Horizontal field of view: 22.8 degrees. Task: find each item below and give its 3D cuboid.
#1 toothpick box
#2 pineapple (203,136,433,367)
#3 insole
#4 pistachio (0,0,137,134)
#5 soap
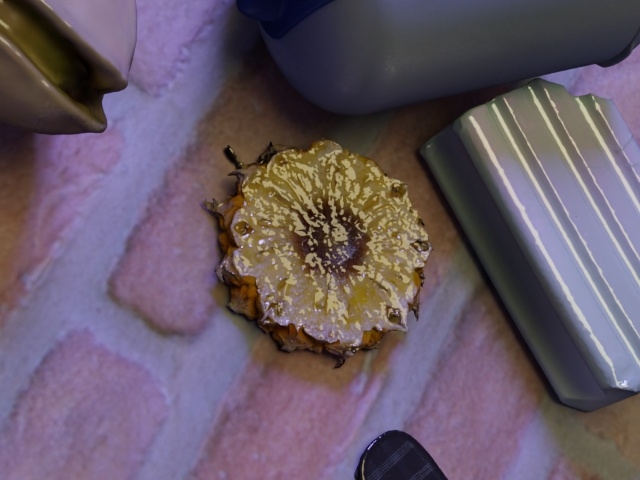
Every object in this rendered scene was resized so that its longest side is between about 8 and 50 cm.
[{"bbox_3d":[0.096,-0.239,1.341,0.354,0.263,0.263,-15,80,-21],"label":"toothpick box"},{"bbox_3d":[0.000,0.000,1.342,0.221,0.047,0.221,9,68,-24],"label":"pineapple"},{"bbox_3d":[0.140,0.287,1.333,0.110,0.012,0.309,-39,93,-32],"label":"insole"},{"bbox_3d":[-0.260,-0.210,1.176,0.208,0.226,0.332,-43,87,3],"label":"pistachio"},{"bbox_3d":[0.233,-0.002,1.440,0.173,0.095,0.289,-27,86,-32],"label":"soap"}]
